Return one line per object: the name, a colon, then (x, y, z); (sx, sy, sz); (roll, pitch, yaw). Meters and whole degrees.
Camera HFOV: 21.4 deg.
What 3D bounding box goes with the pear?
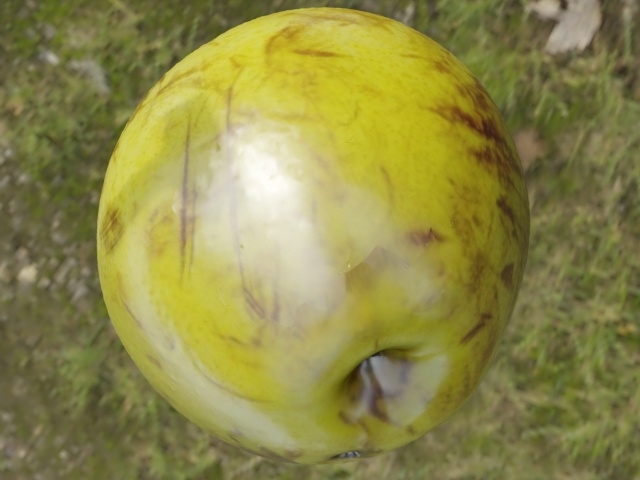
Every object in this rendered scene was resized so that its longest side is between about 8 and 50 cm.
pear: (0.000, 0.000, 1.033); (0.284, 0.283, 0.283); (13, 131, 15)
